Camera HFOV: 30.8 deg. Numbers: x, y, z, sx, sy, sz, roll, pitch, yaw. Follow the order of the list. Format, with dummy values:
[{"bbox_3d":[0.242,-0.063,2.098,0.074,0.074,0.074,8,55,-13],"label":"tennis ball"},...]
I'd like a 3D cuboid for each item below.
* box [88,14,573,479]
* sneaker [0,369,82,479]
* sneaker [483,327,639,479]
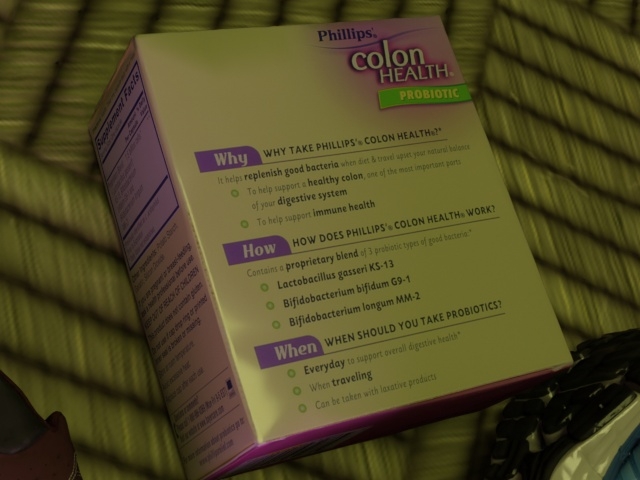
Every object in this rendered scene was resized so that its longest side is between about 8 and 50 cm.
[{"bbox_3d":[0.000,0.000,0.710,0.213,0.117,0.243,-10,73,-29],"label":"box"},{"bbox_3d":[-0.243,0.127,0.556,0.281,0.106,0.162,4,61,-36],"label":"sneaker"},{"bbox_3d":[0.177,0.176,0.730,0.330,0.130,0.147,-45,105,-30],"label":"sneaker"}]
